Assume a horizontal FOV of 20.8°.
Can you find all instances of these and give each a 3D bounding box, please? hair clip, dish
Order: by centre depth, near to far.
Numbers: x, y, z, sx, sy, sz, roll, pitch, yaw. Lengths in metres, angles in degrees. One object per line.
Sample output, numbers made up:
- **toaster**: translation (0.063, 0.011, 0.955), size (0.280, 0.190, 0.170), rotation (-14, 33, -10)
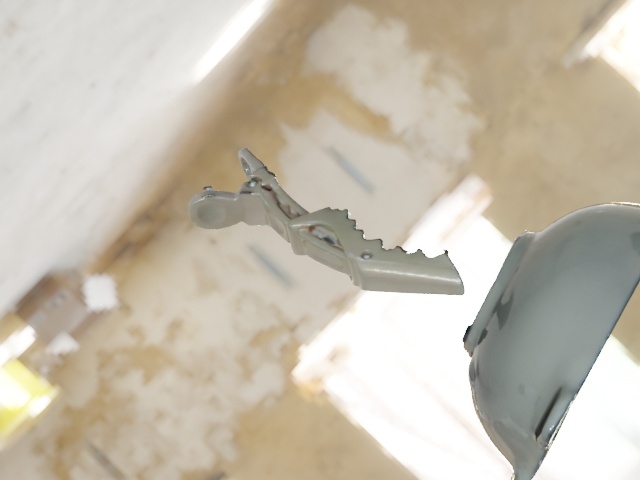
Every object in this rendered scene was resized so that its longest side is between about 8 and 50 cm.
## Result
- **dish**: translation (0.146, 0.063, 1.166), size (0.228, 0.086, 0.236), rotation (-63, 170, 6)
- **hair clip**: translation (0.000, 0.000, 1.196), size (0.072, 0.226, 0.034), rotation (-39, 138, -26)
